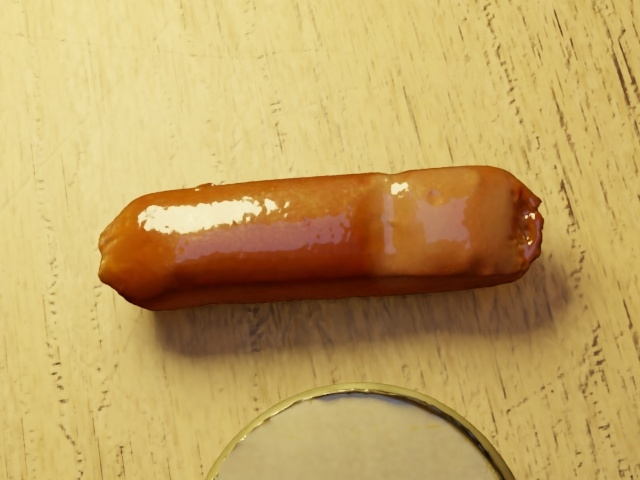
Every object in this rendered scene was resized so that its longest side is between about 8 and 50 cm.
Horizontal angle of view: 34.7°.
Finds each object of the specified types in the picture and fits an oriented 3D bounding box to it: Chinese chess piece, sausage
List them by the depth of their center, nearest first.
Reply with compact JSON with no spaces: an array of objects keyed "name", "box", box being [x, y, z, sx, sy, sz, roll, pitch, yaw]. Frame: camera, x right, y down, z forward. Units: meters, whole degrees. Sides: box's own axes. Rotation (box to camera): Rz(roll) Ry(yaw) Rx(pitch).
[{"name":"Chinese chess piece","box":[0.028,0.224,0.725,0.250,0.103,0.249,-1,70,3]},{"name":"sausage","box":[0.000,-0.001,0.815,0.349,0.094,0.097,-4,83,0]}]
